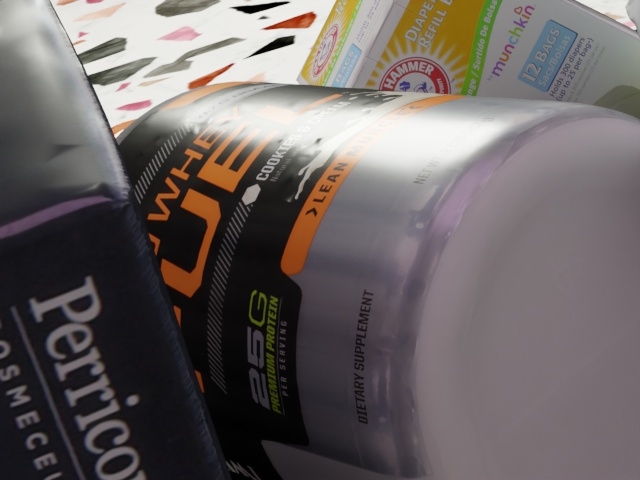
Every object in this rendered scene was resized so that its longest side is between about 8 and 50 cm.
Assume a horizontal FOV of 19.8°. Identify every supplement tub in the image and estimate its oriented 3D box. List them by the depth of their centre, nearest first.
[{"bbox_3d":[0.011,0.027,0.825,0.193,0.193,0.316,-31,24,-32],"label":"supplement tub"}]

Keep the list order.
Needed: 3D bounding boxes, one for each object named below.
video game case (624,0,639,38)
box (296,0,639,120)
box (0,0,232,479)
[{"bbox_3d":[0.271,-0.041,0.765,0.269,0.061,0.244,21,22,-5],"label":"video game case"},{"bbox_3d":[0.105,-0.082,0.989,0.114,0.203,0.103,-62,18,11],"label":"box"},{"bbox_3d":[-0.226,0.119,0.595,0.395,0.293,0.212,-21,35,-8],"label":"box"}]
